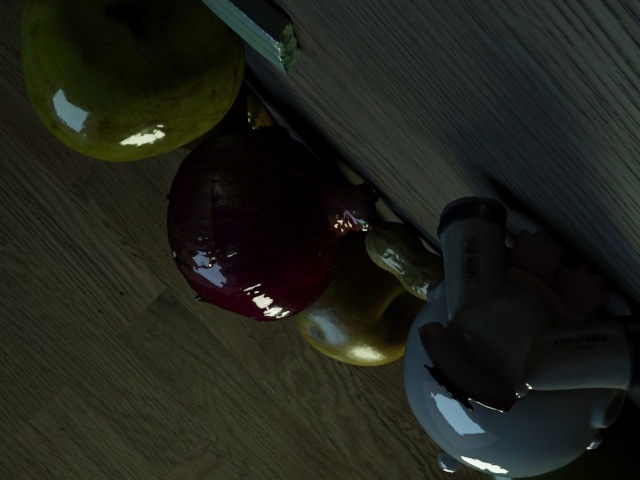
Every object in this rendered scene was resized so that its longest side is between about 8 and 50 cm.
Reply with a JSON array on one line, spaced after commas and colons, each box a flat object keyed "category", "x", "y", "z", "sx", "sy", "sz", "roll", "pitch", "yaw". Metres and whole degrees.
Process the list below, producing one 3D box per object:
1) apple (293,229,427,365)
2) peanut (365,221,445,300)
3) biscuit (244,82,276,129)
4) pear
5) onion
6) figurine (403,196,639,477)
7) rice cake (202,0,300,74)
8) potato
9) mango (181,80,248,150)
[{"category": "apple", "x": 0.081, "y": 0.112, "z": 2.035, "sx": 0.264, "sy": 0.264, "sz": 0.264, "roll": 45, "pitch": 176, "yaw": 4}, {"category": "peanut", "x": 0.147, "y": 0.032, "z": 1.707, "sx": 0.193, "sy": 0.089, "sz": 0.089, "roll": 39, "pitch": 174, "yaw": 29}, {"category": "biscuit", "x": -0.164, "y": -0.263, "z": 2.104, "sx": 0.344, "sy": 0.057, "sz": 0.287, "roll": 46, "pitch": 176, "yaw": -12}, {"category": "pear", "x": -0.260, "y": -0.251, "z": 1.462, "sx": 0.304, "sy": 0.304, "sz": 0.304, "roll": 45, "pitch": 176, "yaw": 4}, {"category": "onion", "x": -0.060, "y": -0.033, "z": 1.798, "sx": 0.385, "sy": 0.348, "sz": 0.348, "roll": -8, "pitch": 140, "yaw": 34}, {"category": "figurine", "x": 0.190, "y": 0.120, "z": 1.135, "sx": 0.253, "sy": 0.211, "sz": 0.361, "roll": 55, "pitch": 173, "yaw": 21}, {"category": "rice cake", "x": -0.118, "y": -0.301, "z": 1.276, "sx": 0.237, "sy": 0.043, "sz": 0.127, "roll": 44, "pitch": 175, "yaw": 12}, {"category": "potato", "x": 0.317, "y": 0.291, "z": 1.464, "sx": 0.359, "sy": 0.219, "sz": 0.270, "roll": 50, "pitch": -160, "yaw": -26}, {"category": "mango", "x": -0.193, "y": -0.244, "z": 1.862, "sx": 0.136, "sy": 0.166, "sz": 0.236, "roll": 15, "pitch": 159, "yaw": 20}]
